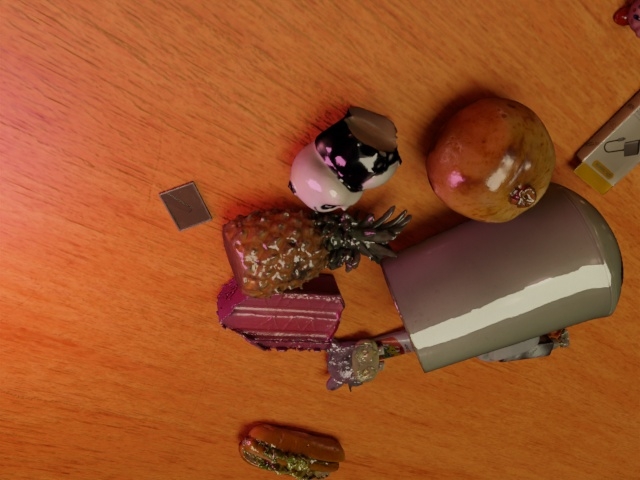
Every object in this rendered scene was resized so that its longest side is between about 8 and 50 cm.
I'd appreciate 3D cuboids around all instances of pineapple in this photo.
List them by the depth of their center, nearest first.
[{"bbox_3d":[0.000,0.000,1.036,0.340,0.169,0.169,-14,131,-13],"label":"pineapple"}]

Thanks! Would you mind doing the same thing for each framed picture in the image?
[{"bbox_3d":[-0.238,-0.059,0.999,0.066,0.007,0.089,-20,131,0],"label":"framed picture"}]

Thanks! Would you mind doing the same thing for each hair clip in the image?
[{"bbox_3d":[0.081,0.298,1.351,0.145,0.056,0.187,-7,133,-2],"label":"hair clip"}]

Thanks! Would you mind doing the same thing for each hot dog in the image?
[{"bbox_3d":[-0.078,0.574,1.505,0.337,0.100,0.135,27,117,-33],"label":"hot dog"}]

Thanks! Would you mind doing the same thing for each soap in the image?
[{"bbox_3d":[-0.085,0.143,1.150,0.249,0.099,0.162,6,126,-22],"label":"soap"}]

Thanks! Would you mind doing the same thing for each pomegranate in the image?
[{"bbox_3d":[0.291,-0.129,0.969,0.215,0.215,0.216,-8,130,-10],"label":"pomegranate"}]

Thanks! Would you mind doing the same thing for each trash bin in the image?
[{"bbox_3d":[0.359,0.072,1.115,0.431,0.281,0.280,-22,131,6],"label":"trash bin"}]

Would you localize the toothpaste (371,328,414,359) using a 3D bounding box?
[{"bbox_3d":[0.208,0.241,1.356,0.234,0.057,0.089,-17,131,12],"label":"toothpaste"}]

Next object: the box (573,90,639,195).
[{"bbox_3d":[0.618,-0.210,1.117,0.129,0.033,0.247,26,117,-33],"label":"box"}]

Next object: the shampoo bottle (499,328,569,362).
[{"bbox_3d":[0.558,0.274,1.481,0.207,0.057,0.064,-6,122,-15],"label":"shampoo bottle"}]

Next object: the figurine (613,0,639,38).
[{"bbox_3d":[0.546,-0.378,0.932,0.066,0.071,0.083,14,121,-27],"label":"figurine"}]

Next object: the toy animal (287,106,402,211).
[{"bbox_3d":[0.041,-0.124,0.943,0.179,0.138,0.166,-42,170,28],"label":"toy animal"}]

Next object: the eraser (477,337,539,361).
[{"bbox_3d":[0.445,0.183,1.356,0.173,0.081,0.227,-15,132,1],"label":"eraser"}]
